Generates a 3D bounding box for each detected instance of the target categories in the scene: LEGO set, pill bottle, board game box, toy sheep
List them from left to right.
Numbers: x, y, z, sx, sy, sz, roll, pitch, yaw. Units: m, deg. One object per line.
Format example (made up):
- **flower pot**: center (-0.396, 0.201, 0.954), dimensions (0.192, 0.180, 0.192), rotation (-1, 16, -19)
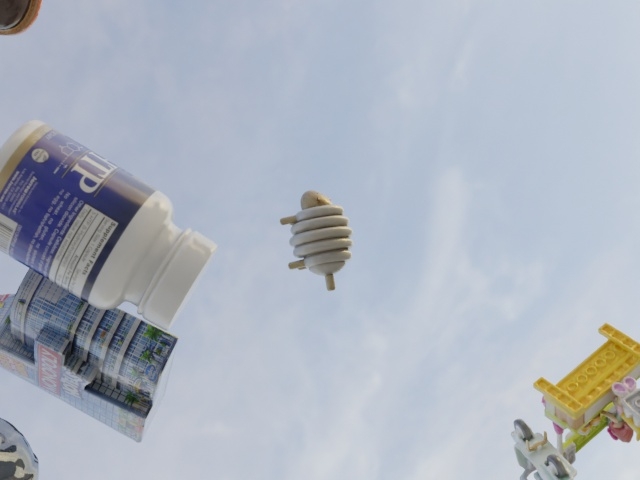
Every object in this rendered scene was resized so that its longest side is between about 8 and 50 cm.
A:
- **board game box**: center (-0.236, 0.101, 1.194), dimensions (0.194, 0.194, 0.060), rotation (114, -179, -65)
- **pill bottle**: center (-0.185, -0.008, 1.064), dimensions (0.112, 0.187, 0.112), rotation (-59, 1, 2)
- **toy sheep**: center (0.000, 0.000, 1.636), dimensions (0.091, 0.091, 0.132), rotation (-10, -93, -38)
- **LEGO set**: center (0.293, 0.141, 1.089), dimensions (0.287, 0.132, 0.107), rotation (-18, -46, -8)

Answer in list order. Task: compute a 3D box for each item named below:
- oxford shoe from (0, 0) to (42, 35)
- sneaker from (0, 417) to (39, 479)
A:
- **oxford shoe**: center (-0.356, -0.242, 1.041), dimensions (0.097, 0.271, 0.098), rotation (-63, -4, 18)
- **sneaker**: center (-0.233, 0.043, 0.484), dimensions (0.319, 0.112, 0.131), rotation (17, -93, -45)
